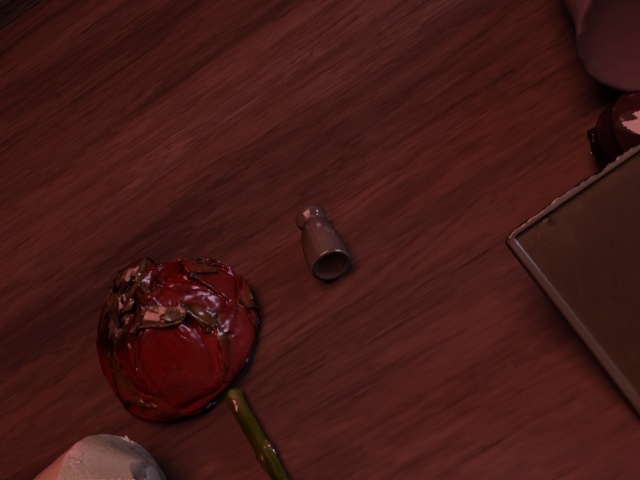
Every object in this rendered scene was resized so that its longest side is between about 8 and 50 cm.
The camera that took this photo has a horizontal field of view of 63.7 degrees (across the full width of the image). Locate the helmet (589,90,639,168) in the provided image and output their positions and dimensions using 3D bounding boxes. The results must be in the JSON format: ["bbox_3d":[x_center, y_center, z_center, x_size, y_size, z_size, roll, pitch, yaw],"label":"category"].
[{"bbox_3d":[0.347,-0.114,0.529,0.123,0.070,0.098,6,68,27],"label":"helmet"}]

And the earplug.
[{"bbox_3d":[0.369,-0.337,0.635,0.172,0.172,0.301,-14,43,20],"label":"earplug"}]

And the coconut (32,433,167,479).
[{"bbox_3d":[-0.227,0.279,0.524,0.152,0.147,0.147,-38,47,7],"label":"coconut"}]

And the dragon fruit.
[{"bbox_3d":[-0.205,0.099,0.637,0.223,0.148,0.219,19,69,38],"label":"dragon fruit"}]

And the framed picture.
[{"bbox_3d":[0.324,-0.002,0.441,0.265,0.018,0.192,-34,79,3],"label":"framed picture"}]

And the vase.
[{"bbox_3d":[0.000,0.000,0.662,0.053,0.053,0.101,-30,43,7],"label":"vase"}]

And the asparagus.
[{"bbox_3d":[-0.040,0.242,0.526,0.024,0.025,0.248,-32,45,-16],"label":"asparagus"}]

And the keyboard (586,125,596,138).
[{"bbox_3d":[0.386,-0.145,0.579,0.155,0.010,0.053,-28,49,8],"label":"keyboard"}]
